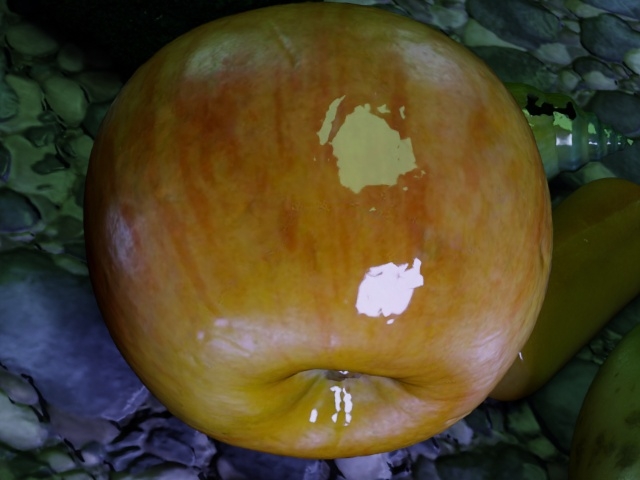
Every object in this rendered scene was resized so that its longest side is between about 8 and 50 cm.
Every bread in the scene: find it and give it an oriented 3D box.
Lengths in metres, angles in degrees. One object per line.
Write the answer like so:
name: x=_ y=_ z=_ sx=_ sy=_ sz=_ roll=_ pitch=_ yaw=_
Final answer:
bread: x=0.173 y=0.024 z=1.112 sx=0.092 sy=0.074 sz=0.239 roll=36 pitch=43 yaw=19

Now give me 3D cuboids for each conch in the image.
conch: x=0.140 y=-0.089 z=1.215 sx=0.200 sy=0.079 sz=0.095 roll=23 pitch=24 yaw=11

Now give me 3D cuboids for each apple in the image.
apple: x=0.000 y=0.000 z=0.923 sx=0.286 sy=0.286 sz=0.233 roll=10 pitch=52 yaw=-15

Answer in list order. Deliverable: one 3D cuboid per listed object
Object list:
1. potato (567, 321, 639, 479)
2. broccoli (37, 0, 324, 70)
potato: x=0.256 y=0.148 z=0.934 sx=0.216 sy=0.216 sz=0.304 roll=28 pitch=46 yaw=4
broccoli: x=-0.094 y=-0.265 z=1.162 sx=0.297 sy=0.297 sz=0.297 roll=28 pitch=18 yaw=4
